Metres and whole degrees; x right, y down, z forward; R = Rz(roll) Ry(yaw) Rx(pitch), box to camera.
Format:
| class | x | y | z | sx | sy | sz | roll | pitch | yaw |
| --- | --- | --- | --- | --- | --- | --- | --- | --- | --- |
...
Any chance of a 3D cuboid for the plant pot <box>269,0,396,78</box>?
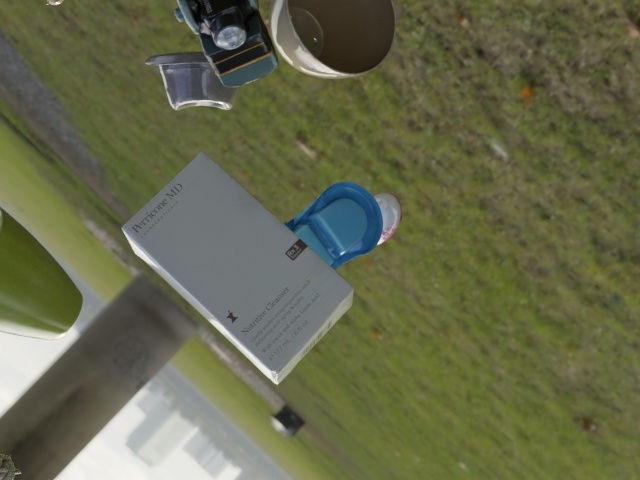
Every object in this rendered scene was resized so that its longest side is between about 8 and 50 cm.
| class | x | y | z | sx | sy | sz | roll | pitch | yaw |
| --- | --- | --- | --- | --- | --- | --- | --- | --- | --- |
| plant pot | -0.004 | -0.476 | 2.177 | 0.284 | 0.284 | 0.191 | 47 | 150 | -18 |

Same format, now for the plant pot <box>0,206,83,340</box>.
| class | x | y | z | sx | sy | sz | roll | pitch | yaw |
| --- | --- | --- | --- | --- | --- | --- | --- | --- | --- |
| plant pot | -0.709 | 0.105 | 2.303 | 0.293 | 0.275 | 0.275 | 38 | 174 | -36 |

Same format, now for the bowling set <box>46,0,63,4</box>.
| class | x | y | z | sx | sy | sz | roll | pitch | yaw |
| --- | --- | --- | --- | --- | --- | --- | --- | --- | --- |
| bowling set | -0.557 | -0.669 | 2.251 | 0.200 | 0.287 | 0.154 | 46 | -158 | -50 |

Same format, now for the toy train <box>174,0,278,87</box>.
| class | x | y | z | sx | sy | sz | roll | pitch | yaw |
| --- | --- | --- | --- | --- | --- | --- | --- | --- | --- |
| toy train | -0.167 | -0.404 | 1.593 | 0.190 | 0.142 | 0.334 | 63 | -175 | -56 |

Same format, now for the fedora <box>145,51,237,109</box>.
| class | x | y | z | sx | sy | sz | roll | pitch | yaw |
| --- | --- | --- | --- | --- | --- | --- | --- | --- | --- |
| fedora | -0.263 | -0.350 | 2.192 | 0.275 | 0.243 | 0.124 | -154 | 62 | -72 |

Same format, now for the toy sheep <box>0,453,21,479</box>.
| class | x | y | z | sx | sy | sz | roll | pitch | yaw |
| --- | --- | --- | --- | --- | --- | --- | --- | --- | --- |
| toy sheep | -0.707 | 0.508 | 2.165 | 0.091 | 0.091 | 0.132 | 34 | 148 | 40 |

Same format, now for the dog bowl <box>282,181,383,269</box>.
| class | x | y | z | sx | sy | sz | roll | pitch | yaw |
| --- | --- | --- | --- | --- | --- | --- | --- | --- | --- |
| dog bowl | 0.000 | 0.000 | 2.111 | 0.166 | 0.297 | 0.074 | 54 | 155 | -7 |

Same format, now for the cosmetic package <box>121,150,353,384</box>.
| class | x | y | z | sx | sy | sz | roll | pitch | yaw |
| --- | --- | --- | --- | --- | --- | --- | --- | --- | --- |
| cosmetic package | -0.147 | 0.050 | 1.800 | 0.385 | 0.217 | 0.156 | 40 | 167 | 10 |

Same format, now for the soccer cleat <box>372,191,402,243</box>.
| class | x | y | z | sx | sy | sz | roll | pitch | yaw |
| --- | --- | --- | --- | --- | --- | --- | --- | --- | --- |
| soccer cleat | 0.071 | -0.017 | 2.502 | 0.331 | 0.143 | 0.116 | -34 | 77 | 48 |
